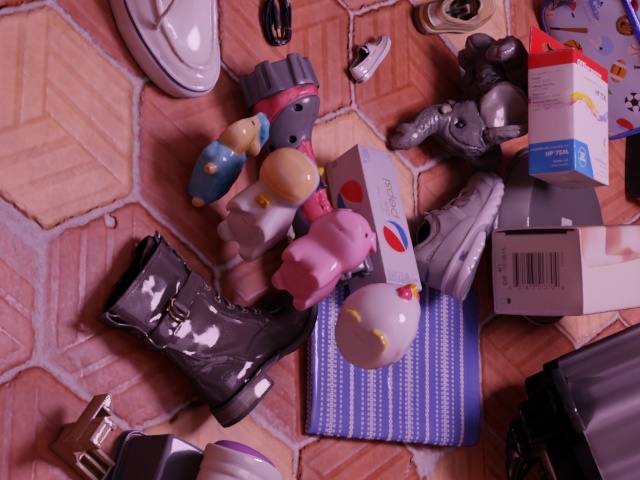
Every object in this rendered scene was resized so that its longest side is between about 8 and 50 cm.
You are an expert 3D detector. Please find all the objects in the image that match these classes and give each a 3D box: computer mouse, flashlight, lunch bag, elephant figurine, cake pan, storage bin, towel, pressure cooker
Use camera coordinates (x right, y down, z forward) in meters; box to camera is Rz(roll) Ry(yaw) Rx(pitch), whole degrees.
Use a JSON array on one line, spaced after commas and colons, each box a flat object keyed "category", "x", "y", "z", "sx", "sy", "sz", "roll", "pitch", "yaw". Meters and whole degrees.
[{"category": "computer mouse", "x": -0.074, "y": -0.389, "z": 1.801, "sx": 0.071, "sy": 0.041, "sz": 0.242, "roll": -14, "pitch": 89, "yaw": -46}, {"category": "flashlight", "x": -0.012, "y": -0.090, "z": 1.706, "sx": 0.103, "sy": 0.103, "sz": 0.304, "roll": -18, "pitch": 82, "yaw": -17}, {"category": "lunch bag", "x": 0.529, "y": -0.339, "z": 2.231, "sx": 0.115, "sy": 0.243, "sz": 0.303, "roll": -36, "pitch": 105, "yaw": -44}, {"category": "elephant figurine", "x": 0.245, "y": -0.184, "z": 1.986, "sx": 0.239, "sy": 0.186, "sz": 0.169, "roll": -65, "pitch": 147, "yaw": -27}, {"category": "cake pan", "x": 0.374, "y": -0.010, "z": 2.083, "sx": 0.293, "sy": 0.054, "sz": 0.293, "roll": 7, "pitch": 81, "yaw": -50}, {"category": "storage bin", "x": -0.182, "y": 0.283, "z": 1.460, "sx": 0.098, "sy": 0.091, "sz": 0.135, "roll": 34, "pitch": 58, "yaw": -28}, {"category": "towel", "x": 0.105, "y": 0.163, "z": 1.826, "sx": 0.336, "sy": 0.040, "sz": 0.243, "roll": 12, "pitch": 72, "yaw": -40}, {"category": "pressure cooker", "x": 0.483, "y": 0.311, "z": 1.893, "sx": 0.370, "sy": 0.420, "sz": 0.375, "roll": 67, "pitch": 11, "yaw": 2}]

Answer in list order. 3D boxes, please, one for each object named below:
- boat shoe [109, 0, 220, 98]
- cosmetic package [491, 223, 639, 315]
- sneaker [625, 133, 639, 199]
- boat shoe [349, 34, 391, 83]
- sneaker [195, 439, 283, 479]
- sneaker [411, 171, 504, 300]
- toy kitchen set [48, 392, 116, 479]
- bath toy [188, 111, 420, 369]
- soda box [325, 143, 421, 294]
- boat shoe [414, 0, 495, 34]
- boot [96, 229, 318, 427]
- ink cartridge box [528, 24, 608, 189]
[{"category": "boat shoe", "x": -0.178, "y": -0.364, "z": 1.605, "sx": 0.135, "sy": 0.156, "sz": 0.367, "roll": -19, "pitch": 95, "yaw": -44}, {"category": "cosmetic package", "x": 0.395, "y": 0.040, "z": 1.940, "sx": 0.296, "sy": 0.153, "sz": 0.129, "roll": -1, "pitch": 89, "yaw": -52}, {"category": "sneaker", "x": 0.669, "y": -0.186, "z": 2.405, "sx": 0.178, "sy": 0.123, "sz": 0.296, "roll": 23, "pitch": 70, "yaw": -32}, {"category": "boat shoe", "x": 0.071, "y": -0.276, "z": 1.916, "sx": 0.035, "sy": 0.035, "sz": 0.100, "roll": 49, "pitch": 56, "yaw": -26}, {"category": "sneaker", "x": -0.085, "y": 0.349, "z": 1.491, "sx": 0.152, "sy": 0.114, "sz": 0.305, "roll": -66, "pitch": 148, "yaw": -26}, {"category": "sneaker", "x": 0.196, "y": -0.029, "z": 1.913, "sx": 0.115, "sy": 0.105, "sz": 0.281, "roll": 20, "pitch": 34, "yaw": 7}, {"category": "toy kitchen set", "x": -0.237, "y": 0.219, "z": 1.433, "sx": 0.075, "sy": 0.083, "sz": 0.068, "roll": 49, "pitch": 50, "yaw": -23}, {"category": "bath toy", "x": 0.000, "y": 0.000, "z": 1.600, "sx": 0.348, "sy": 0.151, "sz": 0.129, "roll": 47, "pitch": 47, "yaw": 10}, {"category": "soda box", "x": 0.071, "y": -0.020, "z": 1.780, "sx": 0.069, "sy": 0.074, "sz": 0.216, "roll": 13, "pitch": 57, "yaw": -40}, {"category": "boat shoe", "x": 0.233, "y": -0.367, "z": 2.071, "sx": 0.190, "sy": 0.072, "sz": 0.068, "roll": -26, "pitch": 97, "yaw": -45}, {"category": "boot", "x": -0.131, "y": 0.075, "z": 1.582, "sx": 0.229, "sy": 0.091, "sz": 0.263, "roll": 48, "pitch": 42, "yaw": -13}, {"category": "ink cartridge box", "x": 0.373, "y": -0.202, "z": 1.948, "sx": 0.134, "sy": 0.078, "sz": 0.231, "roll": 14, "pitch": 75, "yaw": -55}]
